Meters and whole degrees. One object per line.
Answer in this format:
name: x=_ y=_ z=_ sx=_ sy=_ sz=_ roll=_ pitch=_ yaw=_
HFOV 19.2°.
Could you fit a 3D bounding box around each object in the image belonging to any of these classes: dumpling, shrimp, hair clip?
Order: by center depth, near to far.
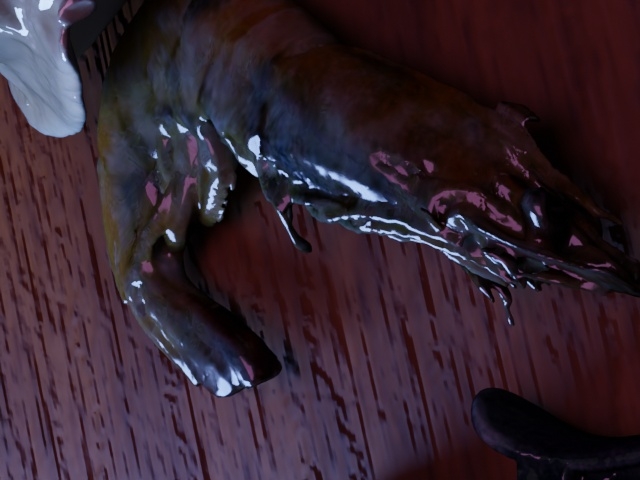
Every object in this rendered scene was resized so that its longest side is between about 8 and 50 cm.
hair clip: x=0.167 y=0.080 z=0.601 sx=0.275 sy=0.048 sz=0.083 roll=-8 pitch=81 yaw=39
shrimp: x=0.000 y=0.000 z=0.740 sx=0.296 sy=0.058 sz=0.169 roll=32 pitch=116 yaw=41
dumpling: x=-0.130 y=-0.121 z=0.814 sx=0.111 sy=0.181 sz=0.155 roll=0 pitch=108 yaw=9
